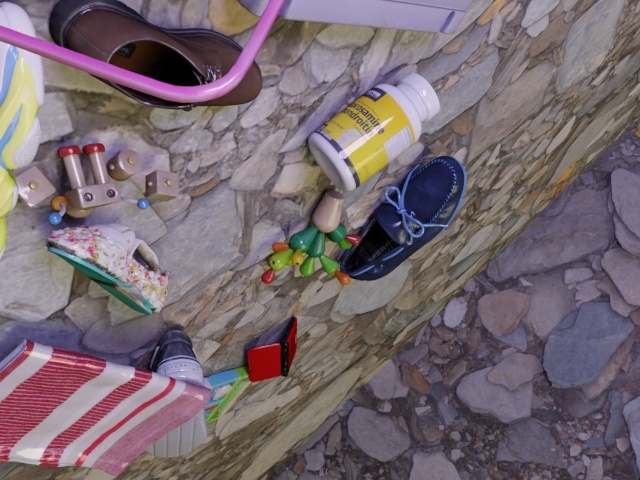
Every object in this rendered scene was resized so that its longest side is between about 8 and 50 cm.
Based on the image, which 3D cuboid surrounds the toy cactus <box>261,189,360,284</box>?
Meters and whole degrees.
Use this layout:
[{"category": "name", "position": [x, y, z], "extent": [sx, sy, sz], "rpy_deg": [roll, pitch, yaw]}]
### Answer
[{"category": "toy cactus", "position": [0.000, 0.000, 0.993], "extent": [0.219, 0.112, 0.180], "rpy_deg": [-7, 130, -39]}]

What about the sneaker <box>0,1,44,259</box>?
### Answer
[{"category": "sneaker", "position": [-0.296, -0.071, 0.424], "extent": [0.126, 0.091, 0.240], "rpy_deg": [2, 122, -42]}]

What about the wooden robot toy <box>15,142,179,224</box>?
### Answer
[{"category": "wooden robot toy", "position": [-0.243, -0.057, 0.587], "extent": [0.173, 0.076, 0.079], "rpy_deg": [-16, -179, -45]}]

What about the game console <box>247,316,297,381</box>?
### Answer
[{"category": "game console", "position": [-0.111, 0.258, 1.310], "extent": [0.144, 0.085, 0.124], "rpy_deg": [94, 11, -46]}]

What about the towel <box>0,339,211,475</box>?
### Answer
[{"category": "towel", "position": [-0.355, 0.263, 0.825], "extent": [0.237, 0.037, 0.329], "rpy_deg": [-40, 140, 13]}]

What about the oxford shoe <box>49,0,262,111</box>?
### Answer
[{"category": "oxford shoe", "position": [-0.128, -0.154, 0.528], "extent": [0.227, 0.096, 0.083], "rpy_deg": [-8, 138, -54]}]

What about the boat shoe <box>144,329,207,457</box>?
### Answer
[{"category": "boat shoe", "position": [-0.267, 0.294, 1.043], "extent": [0.121, 0.119, 0.335], "rpy_deg": [6, 134, -19]}]

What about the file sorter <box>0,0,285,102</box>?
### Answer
[{"category": "file sorter", "position": [-0.087, -0.220, 0.186], "extent": [0.290, 0.202, 0.182], "rpy_deg": [108, 1, -63]}]

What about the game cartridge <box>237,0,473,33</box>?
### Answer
[{"category": "game cartridge", "position": [0.089, -0.340, 0.584], "extent": [0.355, 0.068, 0.230], "rpy_deg": [-16, 142, -44]}]

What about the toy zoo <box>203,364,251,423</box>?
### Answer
[{"category": "toy zoo", "position": [-0.291, 0.379, 1.264], "extent": [0.293, 0.030, 0.192], "rpy_deg": [-2, 135, -55]}]

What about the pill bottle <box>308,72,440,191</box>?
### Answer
[{"category": "pill bottle", "position": [0.081, -0.162, 0.812], "extent": [0.184, 0.103, 0.103], "rpy_deg": [-38, 156, -8]}]

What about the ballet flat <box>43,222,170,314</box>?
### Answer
[{"category": "ballet flat", "position": [-0.252, 0.024, 0.686], "extent": [0.241, 0.091, 0.077], "rpy_deg": [80, 32, -67]}]

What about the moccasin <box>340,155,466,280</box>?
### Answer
[{"category": "moccasin", "position": [0.165, -0.025, 1.135], "extent": [0.117, 0.137, 0.342], "rpy_deg": [-5, 136, -47]}]
